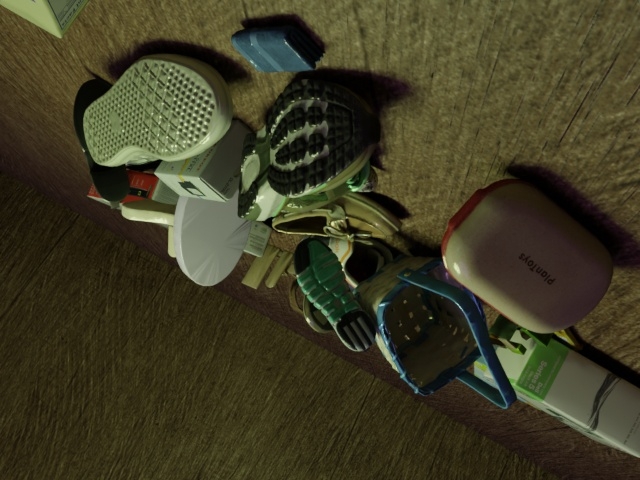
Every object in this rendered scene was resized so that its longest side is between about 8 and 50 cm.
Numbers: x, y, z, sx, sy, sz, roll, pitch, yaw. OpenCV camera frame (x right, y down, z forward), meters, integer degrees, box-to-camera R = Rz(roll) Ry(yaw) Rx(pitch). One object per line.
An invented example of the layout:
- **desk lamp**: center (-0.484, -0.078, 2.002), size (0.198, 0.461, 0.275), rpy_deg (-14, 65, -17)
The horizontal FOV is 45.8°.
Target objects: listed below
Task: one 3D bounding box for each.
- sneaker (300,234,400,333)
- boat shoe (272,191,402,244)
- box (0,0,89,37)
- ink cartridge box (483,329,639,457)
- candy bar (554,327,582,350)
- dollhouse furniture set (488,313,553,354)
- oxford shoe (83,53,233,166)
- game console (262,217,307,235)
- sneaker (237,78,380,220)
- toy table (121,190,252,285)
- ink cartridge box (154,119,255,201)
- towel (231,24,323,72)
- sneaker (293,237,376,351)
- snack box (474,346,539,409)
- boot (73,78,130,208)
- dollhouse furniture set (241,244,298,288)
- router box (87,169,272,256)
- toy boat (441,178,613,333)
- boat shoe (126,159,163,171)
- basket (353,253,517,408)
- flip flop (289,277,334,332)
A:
- **sneaker**: center (0.097, 0.091, 1.503), size (0.128, 0.126, 0.321), rpy_deg (-10, 142, 37)
- **boat shoe**: center (0.025, -0.034, 1.330), size (0.105, 0.089, 0.285), rpy_deg (40, 163, -35)
- **box**: center (-0.386, -0.385, 0.875), size (0.214, 0.117, 0.243), rpy_deg (29, 166, 3)
- **ink cartridge box**: center (0.478, 0.285, 1.445), size (0.273, 0.114, 0.198), rpy_deg (30, 173, -1)
- **candy bar**: center (0.424, 0.156, 1.335), size (0.040, 0.018, 0.161), rpy_deg (22, 165, 44)
- **dollhouse furniture set**: center (0.345, 0.157, 1.375), size (0.059, 0.076, 0.152), rpy_deg (40, 165, -23)
- **oxford shoe**: center (-0.256, -0.209, 1.248), size (0.130, 0.169, 0.449), rpy_deg (-14, -174, -36)
- **game console**: center (0.000, 0.000, 1.611), size (0.361, 0.044, 0.213), rpy_deg (37, 166, -25)
- **sneaker**: center (0.012, -0.118, 1.072), size (0.182, 0.157, 0.410), rpy_deg (2, 175, -22)
- **toy table**: center (-0.251, -0.062, 1.536), size (0.252, 0.274, 0.161), rpy_deg (-2, -156, -46)
- **ink cartridge box**: center (-0.194, -0.142, 1.322), size (0.072, 0.127, 0.175), rpy_deg (42, 161, -33)
- **towel**: center (-0.054, -0.233, 0.915), size (0.119, 0.029, 0.067), rpy_deg (15, 160, 50)
- **sneaker**: center (0.020, 0.103, 1.347), size (0.223, 0.083, 0.098), rpy_deg (61, 175, 16)
- **snack box**: center (0.441, 0.305, 1.722), size (0.175, 0.070, 0.207), rpy_deg (24, 167, 20)
- **boot**: center (-0.448, -0.189, 1.553), size (0.091, 0.262, 0.229), rpy_deg (-8, -172, -16)
- **dollhouse furniture set**: center (-0.091, 0.112, 2.020), size (0.144, 0.123, 0.151), rpy_deg (18, 162, 40)
- **router box**: center (-0.333, -0.069, 1.798), size (0.336, 0.082, 0.301), rpy_deg (25, 172, -42)
- **toy boat**: center (0.258, 0.012, 0.979), size (0.231, 0.151, 0.151), rpy_deg (36, -164, -19)
- **boat shoe**: center (-0.418, -0.187, 1.731), size (0.070, 0.077, 0.219), rpy_deg (41, 161, -34)
- **basket**: center (0.204, 0.149, 1.323), size (0.289, 0.201, 0.254), rpy_deg (34, 154, 58)
- **flip flop**: center (-0.024, 0.108, 1.553), size (0.112, 0.080, 0.277), rpy_deg (52, -171, -27)
